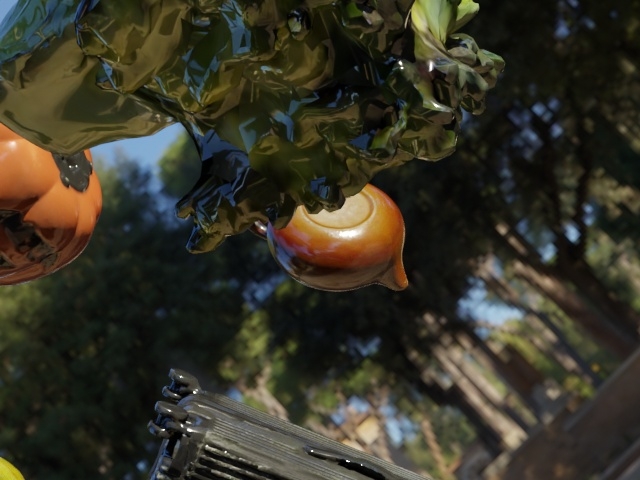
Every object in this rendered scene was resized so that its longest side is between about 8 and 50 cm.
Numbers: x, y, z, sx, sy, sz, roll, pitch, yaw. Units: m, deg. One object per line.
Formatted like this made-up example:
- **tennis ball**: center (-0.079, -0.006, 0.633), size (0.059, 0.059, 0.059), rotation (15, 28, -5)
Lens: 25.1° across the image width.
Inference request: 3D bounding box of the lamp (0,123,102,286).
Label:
- **lamp**: center (-0.288, -0.050, 1.263), size (0.164, 0.188, 0.187), rotation (-20, -11, 11)

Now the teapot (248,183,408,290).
- **teapot**: center (0.000, 0.000, 1.860), size (0.178, 0.252, 0.135), rotation (-45, -33, -47)

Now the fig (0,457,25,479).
- **fig**: center (-0.408, 0.352, 1.763), size (0.148, 0.186, 0.142), rotation (-28, 2, -20)

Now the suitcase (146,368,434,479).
- **suitcase**: center (-0.013, 0.277, 1.179), size (0.152, 0.335, 0.230), rotation (-86, 18, -83)

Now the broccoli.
- **broccoli**: center (-0.039, -0.164, 0.720), size (0.324, 0.334, 0.272), rotation (4, -48, -21)
